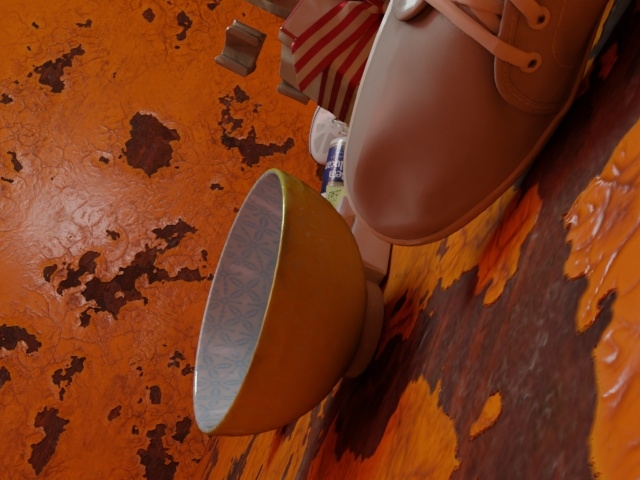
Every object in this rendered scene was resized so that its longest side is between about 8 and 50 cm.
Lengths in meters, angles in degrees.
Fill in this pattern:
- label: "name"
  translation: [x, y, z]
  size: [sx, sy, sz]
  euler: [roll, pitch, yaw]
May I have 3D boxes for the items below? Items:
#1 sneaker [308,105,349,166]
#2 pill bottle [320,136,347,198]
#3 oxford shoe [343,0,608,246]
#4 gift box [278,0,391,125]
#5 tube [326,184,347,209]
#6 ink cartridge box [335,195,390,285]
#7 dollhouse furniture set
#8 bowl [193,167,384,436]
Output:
- label: "sneaker"
  translation: [0.086, -0.425, 2.109]
  size: [0.447, 0.169, 0.257]
  euler: [-62, 4, 14]
- label: "pill bottle"
  translation: [0.049, -0.102, 1.296]
  size: [0.094, 0.094, 0.169]
  euler: [135, 146, -76]
- label: "oxford shoe"
  translation: [0.127, -0.185, 0.455]
  size: [0.130, 0.169, 0.449]
  euler: [-18, -36, -56]
- label: "gift box"
  translation: [0.085, -0.291, 1.041]
  size: [0.276, 0.255, 0.258]
  euler: [-60, 2, -7]
- label: "tube"
  translation: [0.045, -0.056, 1.139]
  size: [0.070, 0.062, 0.240]
  euler: [-49, 12, -11]
- label: "ink cartridge box"
  translation: [0.018, 0.063, 0.943]
  size: [0.148, 0.086, 0.203]
  euler: [-73, 10, -57]
- label: "dollhouse furniture set"
  translation: [0.046, -0.460, 1.382]
  size: [0.256, 0.394, 0.362]
  euler: [-77, 13, -69]
- label: "bowl"
  translation: [-0.024, 0.080, 0.754]
  size: [0.289, 0.156, 0.289]
  euler: [-164, 90, -72]
